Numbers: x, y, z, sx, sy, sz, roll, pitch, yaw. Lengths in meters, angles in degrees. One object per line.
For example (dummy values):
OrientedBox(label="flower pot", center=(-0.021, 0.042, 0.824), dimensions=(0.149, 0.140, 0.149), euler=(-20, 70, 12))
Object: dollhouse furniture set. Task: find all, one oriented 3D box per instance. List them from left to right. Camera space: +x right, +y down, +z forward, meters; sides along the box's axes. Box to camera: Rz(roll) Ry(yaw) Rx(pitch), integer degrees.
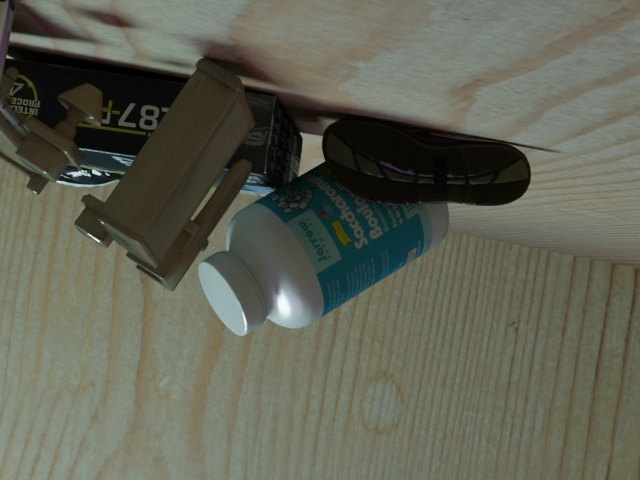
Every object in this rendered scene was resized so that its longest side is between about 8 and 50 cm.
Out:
OrientedBox(label="dollhouse furniture set", center=(-0.255, -0.142, 1.467), dimensions=(0.355, 0.174, 0.303), euler=(32, 170, 12))

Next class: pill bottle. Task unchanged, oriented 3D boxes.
OrientedBox(label="pill bottle", center=(0.000, 0.000, 1.715), dimensions=(0.264, 0.146, 0.146), euler=(-31, -162, -22))

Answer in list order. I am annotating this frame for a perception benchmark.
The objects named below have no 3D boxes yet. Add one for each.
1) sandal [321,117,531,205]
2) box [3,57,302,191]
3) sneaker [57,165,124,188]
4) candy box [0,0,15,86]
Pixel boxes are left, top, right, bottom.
OrientedBox(label="sandal", center=(0.111, -0.085, 1.650), dimensions=(0.219, 0.090, 0.060), euler=(4, -160, 7))
OrientedBox(label="box", center=(-0.191, -0.122, 1.775), dimensions=(0.318, 0.097, 0.395), euler=(7, 178, 3))
OrientedBox(label="sneaker", center=(-0.240, -0.126, 2.034), dimensions=(0.283, 0.107, 0.124), euler=(0, 176, -4))
OrientedBox(label="candy box", center=(-0.355, -0.129, 1.250), dimensions=(0.196, 0.165, 0.070), euler=(11, 180, -7))
